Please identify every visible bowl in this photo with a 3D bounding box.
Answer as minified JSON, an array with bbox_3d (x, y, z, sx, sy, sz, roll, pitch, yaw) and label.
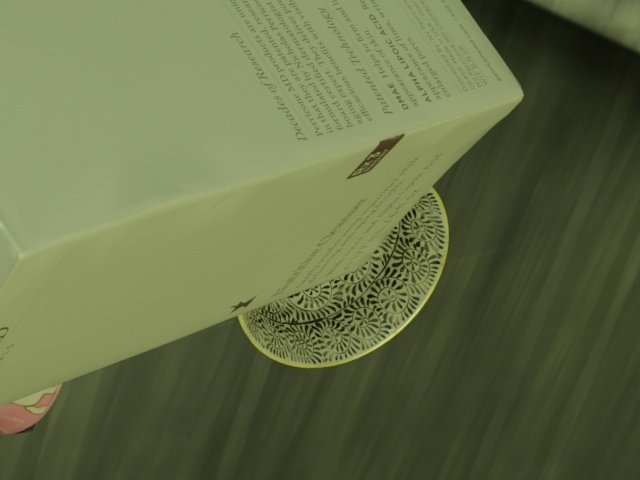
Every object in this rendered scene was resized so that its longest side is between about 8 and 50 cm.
[{"bbox_3d":[0.000,0.000,1.337,0.170,0.080,0.170,-16,127,-22],"label":"bowl"}]

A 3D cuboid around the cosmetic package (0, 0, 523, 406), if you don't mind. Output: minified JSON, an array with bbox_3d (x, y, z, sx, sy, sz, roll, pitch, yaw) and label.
[{"bbox_3d":[-0.095,-0.044,1.053,0.385,0.156,0.217,-23,162,-41],"label":"cosmetic package"}]

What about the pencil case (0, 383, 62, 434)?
[{"bbox_3d":[-0.338,0.028,1.106,0.386,0.160,0.167,9,117,-35],"label":"pencil case"}]
